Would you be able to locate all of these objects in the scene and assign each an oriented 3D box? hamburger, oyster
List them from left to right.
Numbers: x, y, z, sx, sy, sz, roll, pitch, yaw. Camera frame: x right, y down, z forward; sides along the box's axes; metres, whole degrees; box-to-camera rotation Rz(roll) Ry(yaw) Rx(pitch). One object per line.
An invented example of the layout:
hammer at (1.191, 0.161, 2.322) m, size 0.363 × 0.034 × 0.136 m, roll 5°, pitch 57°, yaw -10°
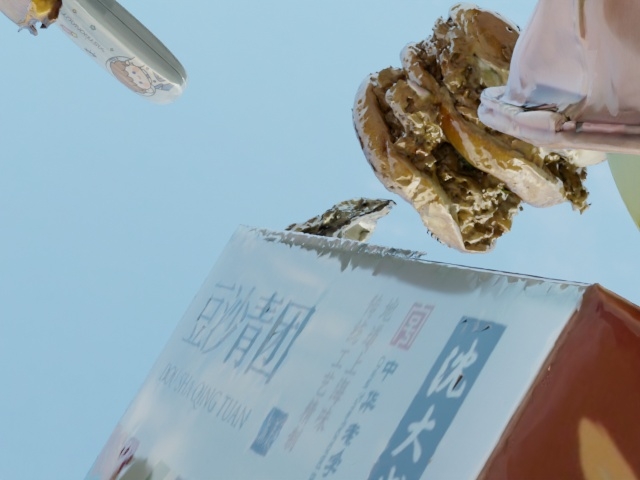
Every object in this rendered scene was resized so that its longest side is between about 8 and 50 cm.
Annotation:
oyster at (0.003, 0.000, 1.263) m, size 0.165 × 0.108 × 0.053 m, roll -19°, pitch -108°, yaw -54°
hamburger at (0.176, -0.114, 1.532) m, size 0.260 × 0.211 × 0.245 m, roll 49°, pitch -164°, yaw 4°

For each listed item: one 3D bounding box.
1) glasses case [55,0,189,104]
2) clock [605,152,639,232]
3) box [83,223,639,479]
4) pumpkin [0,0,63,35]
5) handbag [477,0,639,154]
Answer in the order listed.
glasses case at (-0.209, -0.204, 1.469) m, size 0.178 × 0.067 × 0.045 m, roll 41°, pitch -122°, yaw -21°
clock at (0.256, -0.005, 0.682) m, size 0.293 × 0.071 × 0.277 m, roll 4°, pitch -133°, yaw -31°
box at (-0.036, 0.193, 0.520) m, size 0.122 × 0.344 × 0.385 m, roll 33°, pitch -98°, yaw -17°
pumpkin at (-0.201, -0.317, 1.026) m, size 0.225 × 0.303 × 0.256 m, roll 40°, pitch -163°, yaw -22°
handbag at (0.145, -0.090, 0.403) m, size 0.205 × 0.179 × 0.116 m, roll -8°, pitch -79°, yaw -19°
